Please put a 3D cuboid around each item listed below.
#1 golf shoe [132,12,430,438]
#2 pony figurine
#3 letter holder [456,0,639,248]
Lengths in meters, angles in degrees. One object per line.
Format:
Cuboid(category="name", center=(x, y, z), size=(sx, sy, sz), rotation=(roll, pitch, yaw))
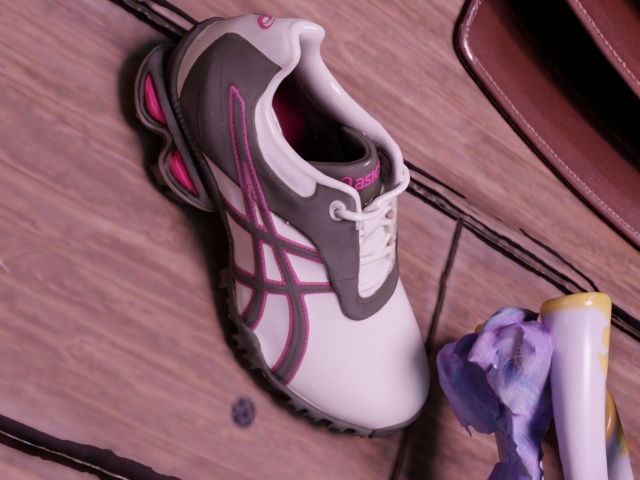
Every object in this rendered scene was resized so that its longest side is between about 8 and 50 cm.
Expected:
Cuboid(category="golf shoe", center=(0.000, 0.000, 0.822), size=(0.105, 0.120, 0.273), rotation=(-46, 114, -37))
Cuboid(category="pony figurine", center=(0.161, 0.219, 0.845), size=(0.351, 0.303, 0.363), rotation=(9, 73, -55))
Cuboid(category="letter holder", center=(0.264, -0.129, 1.044), size=(0.302, 0.152, 0.214), rotation=(40, 62, -29))
